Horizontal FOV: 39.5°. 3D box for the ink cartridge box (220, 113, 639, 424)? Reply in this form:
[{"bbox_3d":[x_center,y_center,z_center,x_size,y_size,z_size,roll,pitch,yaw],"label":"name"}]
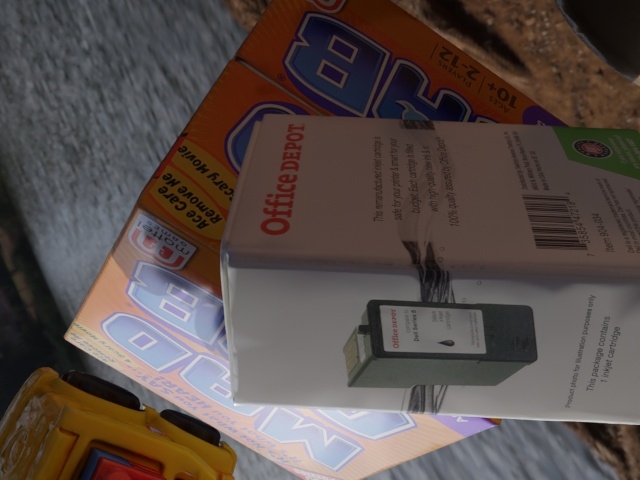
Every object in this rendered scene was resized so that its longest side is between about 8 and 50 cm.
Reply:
[{"bbox_3d":[0.084,0.009,0.580,0.198,0.273,0.114,-84,-4,-59],"label":"ink cartridge box"}]

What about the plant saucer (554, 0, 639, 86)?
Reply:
[{"bbox_3d":[0.296,-0.201,0.742,0.278,0.041,0.278,38,169,9],"label":"plant saucer"}]

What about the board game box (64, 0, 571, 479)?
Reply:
[{"bbox_3d":[0.000,0.000,0.954,0.356,0.356,0.356,32,146,-9],"label":"board game box"}]

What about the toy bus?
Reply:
[{"bbox_3d":[-0.157,0.214,0.758,0.220,0.149,0.211,28,167,-25],"label":"toy bus"}]
